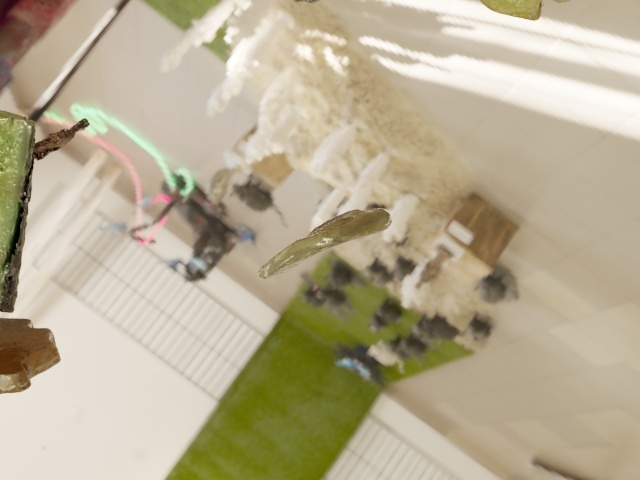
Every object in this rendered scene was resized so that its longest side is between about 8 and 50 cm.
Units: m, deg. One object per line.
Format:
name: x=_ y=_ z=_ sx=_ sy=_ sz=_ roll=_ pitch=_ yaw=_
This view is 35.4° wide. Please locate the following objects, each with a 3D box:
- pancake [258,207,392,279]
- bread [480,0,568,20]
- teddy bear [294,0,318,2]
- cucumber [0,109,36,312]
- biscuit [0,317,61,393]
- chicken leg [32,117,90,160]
pancake: x=0.000 y=0.000 z=1.553 sx=0.050 sy=0.242 sz=0.242 roll=67 pitch=164 yaw=2
bread: x=0.230 y=-0.322 z=1.065 sx=0.065 sy=0.150 sz=0.187 roll=-112 pitch=4 yaw=-57
teddy bear: x=0.026 y=-0.367 z=0.950 sx=0.144 sy=0.251 sz=0.171 roll=39 pitch=163 yaw=0
cucumber: x=-0.344 y=-0.032 z=1.059 sx=0.078 sy=0.211 sz=0.062 roll=9 pitch=-178 yaw=-3
biscuit: x=-0.359 y=0.130 z=1.037 sx=0.215 sy=0.182 sz=0.034 roll=9 pitch=113 yaw=46
chicken leg: x=-0.293 y=-0.109 z=1.104 sx=0.021 sy=0.083 sz=0.036 roll=60 pitch=-172 yaw=-7
